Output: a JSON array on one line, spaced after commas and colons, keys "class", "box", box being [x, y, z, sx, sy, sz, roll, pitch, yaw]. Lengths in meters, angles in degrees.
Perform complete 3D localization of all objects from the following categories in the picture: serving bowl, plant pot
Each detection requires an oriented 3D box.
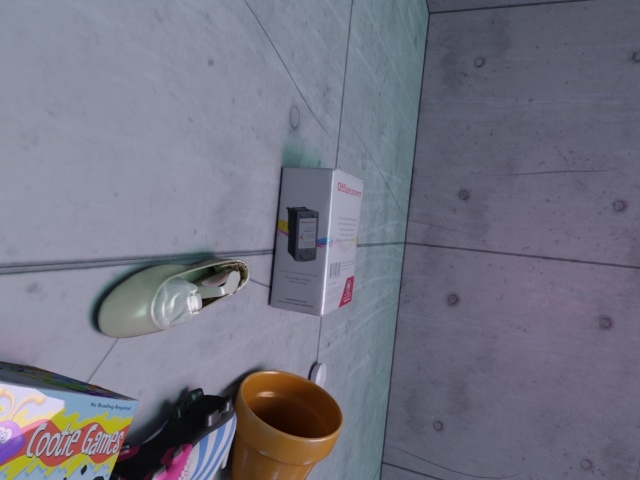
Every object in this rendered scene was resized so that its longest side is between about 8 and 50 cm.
[{"class": "serving bowl", "box": [-0.010, 0.391, 1.193, 0.083, 0.027, 0.083, 7, 90, -70]}, {"class": "plant pot", "box": [-0.084, 0.387, 0.796, 0.205, 0.205, 0.187, -7, 119, -69]}]

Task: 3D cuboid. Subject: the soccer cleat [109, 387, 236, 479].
[{"class": "soccer cleat", "box": [-0.208, 0.314, 0.523, 0.331, 0.116, 0.143, -10, 105, -69]}]

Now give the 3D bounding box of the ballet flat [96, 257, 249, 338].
[{"class": "ballet flat", "box": [-0.180, 0.070, 0.575, 0.248, 0.086, 0.086, -27, 121, -65]}]

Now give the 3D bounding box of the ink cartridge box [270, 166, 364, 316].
[{"class": "ink cartridge box", "box": [0.000, 0.000, 0.959, 0.226, 0.131, 0.306, 2, 93, -69]}]

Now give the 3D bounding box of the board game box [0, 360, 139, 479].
[{"class": "board game box", "box": [-0.275, 0.228, 0.283, 0.144, 0.142, 0.275, 57, 44, -60]}]
